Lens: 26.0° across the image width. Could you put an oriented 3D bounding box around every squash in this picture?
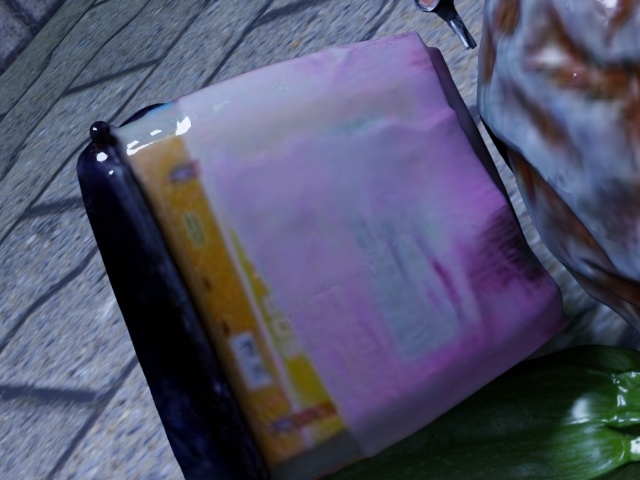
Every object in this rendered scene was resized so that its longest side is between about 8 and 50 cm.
[{"bbox_3d":[0.076,0.093,0.617,0.219,0.068,0.077,-22,2,44],"label":"squash"}]

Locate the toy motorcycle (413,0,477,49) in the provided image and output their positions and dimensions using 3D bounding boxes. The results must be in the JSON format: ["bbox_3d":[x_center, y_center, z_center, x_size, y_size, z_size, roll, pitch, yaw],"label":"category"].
[{"bbox_3d":[0.117,-0.129,0.795,0.100,0.173,0.058,-26,28,20],"label":"toy motorcycle"}]

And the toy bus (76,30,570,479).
[{"bbox_3d":[0.000,0.000,0.694,0.162,0.171,0.386,-20,5,-1],"label":"toy bus"}]

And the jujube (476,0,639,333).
[{"bbox_3d":[0.181,-0.050,0.462,0.215,0.246,0.308,-23,7,-11],"label":"jujube"}]
